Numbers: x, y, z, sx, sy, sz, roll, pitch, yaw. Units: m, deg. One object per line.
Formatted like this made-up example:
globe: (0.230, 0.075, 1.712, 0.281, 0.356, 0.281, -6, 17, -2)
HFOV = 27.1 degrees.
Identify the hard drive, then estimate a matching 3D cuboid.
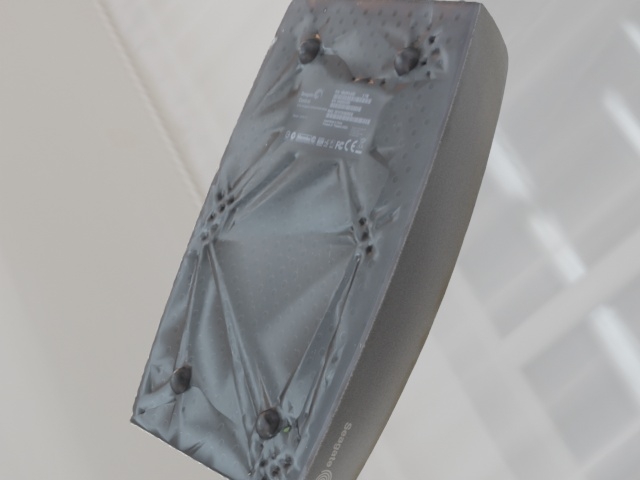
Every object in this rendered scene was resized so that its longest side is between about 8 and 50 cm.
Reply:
hard drive: (0.000, 0.000, 0.683, 0.054, 0.255, 0.172, 24, 175, -37)
